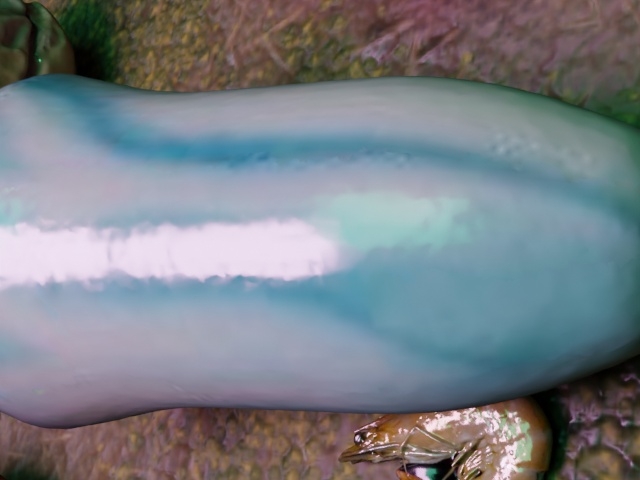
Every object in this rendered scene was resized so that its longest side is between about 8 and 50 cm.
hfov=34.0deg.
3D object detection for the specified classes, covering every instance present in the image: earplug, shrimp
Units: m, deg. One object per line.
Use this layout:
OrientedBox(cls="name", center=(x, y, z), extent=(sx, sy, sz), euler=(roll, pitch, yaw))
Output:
OrientedBox(cls="earplug", center=(0.000, 0.000, 0.459), extent=(0.324, 0.185, 0.185), euler=(-2, 73, 34))
OrientedBox(cls="shrimp", center=(0.056, 0.100, 0.473), extent=(0.108, 0.023, 0.059), euler=(-25, 69, 32))

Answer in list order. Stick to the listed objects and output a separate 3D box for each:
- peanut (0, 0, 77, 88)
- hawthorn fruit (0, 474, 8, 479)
OrientedBox(cls="peanut", center=(-0.214, -0.039, 0.674), extent=(0.130, 0.130, 0.290), euler=(-27, 61, 30))
OrientedBox(cls="hawthorn fruit", center=(-0.247, 0.229, 0.606), extent=(0.163, 0.163, 0.203), euler=(34, 109, 41))
